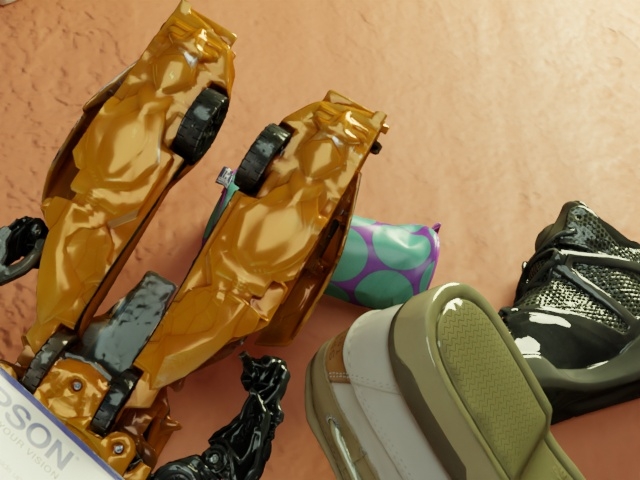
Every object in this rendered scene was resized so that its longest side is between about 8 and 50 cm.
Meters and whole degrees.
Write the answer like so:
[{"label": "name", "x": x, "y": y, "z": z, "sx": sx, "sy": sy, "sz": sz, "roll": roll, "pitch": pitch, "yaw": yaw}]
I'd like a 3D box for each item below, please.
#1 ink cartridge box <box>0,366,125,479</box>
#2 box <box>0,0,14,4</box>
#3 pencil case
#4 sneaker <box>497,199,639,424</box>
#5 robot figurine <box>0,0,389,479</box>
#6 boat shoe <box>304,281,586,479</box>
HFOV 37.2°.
[{"label": "ink cartridge box", "x": -0.108, "y": 0.236, "z": 0.342, "sx": 0.324, "sy": 0.071, "sz": 0.330, "roll": 45, "pitch": 21, "yaw": -7}, {"label": "box", "x": -0.136, "y": -0.327, "z": 0.648, "sx": 0.232, "sy": 0.322, "sz": 0.058, "roll": -32, "pitch": 74, "yaw": -29}, {"label": "pencil case", "x": 0.000, "y": 0.000, "z": 0.628, "sx": 0.151, "sy": 0.064, "sz": 0.070, "roll": 18, "pitch": 62, "yaw": -3}, {"label": "sneaker", "x": 0.140, "y": 0.051, "z": 0.620, "sx": 0.227, "sy": 0.087, "sz": 0.130, "roll": -12, "pitch": 60, "yaw": -24}, {"label": "robot figurine", "x": -0.092, "y": 0.022, "z": 0.539, "sx": 0.211, "sy": 0.085, "sz": 0.291, "roll": 30, "pitch": 78, "yaw": 2}, {"label": "boat shoe", "x": 0.094, "y": 0.172, "z": 0.506, "sx": 0.113, "sy": 0.103, "sz": 0.302, "roll": -24, "pitch": 89, "yaw": -53}]
